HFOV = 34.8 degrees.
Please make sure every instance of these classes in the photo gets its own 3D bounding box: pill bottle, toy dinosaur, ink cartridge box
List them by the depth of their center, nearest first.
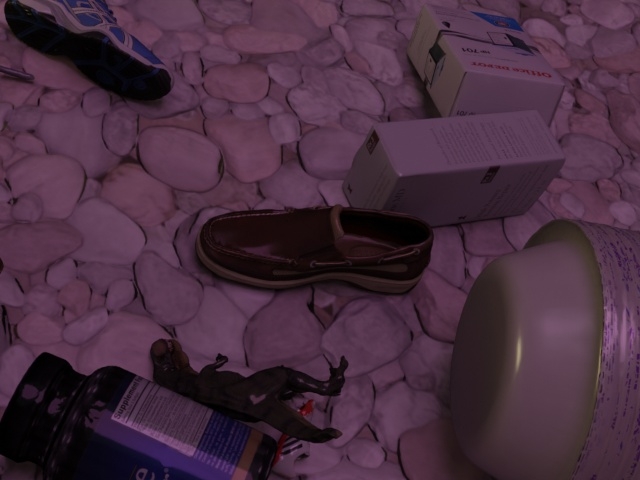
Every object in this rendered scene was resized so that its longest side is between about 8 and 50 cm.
[{"bbox_3d":[-0.158,0.182,0.873,0.219,0.123,0.123,24,50,-2],"label":"pill bottle"},{"bbox_3d":[-0.045,0.140,0.938,0.268,0.064,0.118,10,14,44],"label":"toy dinosaur"},{"bbox_3d":[0.207,-0.218,1.301,0.139,0.082,0.191,5,34,-17],"label":"ink cartridge box"}]

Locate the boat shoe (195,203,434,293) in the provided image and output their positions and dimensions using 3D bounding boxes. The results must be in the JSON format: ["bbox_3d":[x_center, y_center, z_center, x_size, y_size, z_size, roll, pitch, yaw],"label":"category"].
[{"bbox_3d":[-0.001,-0.007,1.088,0.257,0.095,0.095,3,55,-19],"label":"boat shoe"}]

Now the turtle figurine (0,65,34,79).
[{"bbox_3d":[-0.482,-0.166,1.021,0.266,0.275,0.198,11,73,12],"label":"turtle figurine"}]

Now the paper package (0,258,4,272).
[{"bbox_3d":[-0.461,0.048,0.788,0.324,0.168,0.310,23,65,-3],"label":"paper package"}]

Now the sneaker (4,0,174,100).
[{"bbox_3d":[-0.254,-0.237,1.172,0.211,0.080,0.081,32,54,2],"label":"sneaker"}]

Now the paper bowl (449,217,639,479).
[{"bbox_3d":[0.216,0.120,0.957,0.148,0.284,0.284,9,53,-8],"label":"paper bowl"}]

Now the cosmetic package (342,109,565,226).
[{"bbox_3d":[0.155,-0.080,1.189,0.231,0.117,0.085,-10,59,-25],"label":"cosmetic package"}]

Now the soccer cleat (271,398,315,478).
[{"bbox_3d":[-0.021,0.191,0.981,0.035,0.029,0.083,36,54,-4],"label":"soccer cleat"}]
